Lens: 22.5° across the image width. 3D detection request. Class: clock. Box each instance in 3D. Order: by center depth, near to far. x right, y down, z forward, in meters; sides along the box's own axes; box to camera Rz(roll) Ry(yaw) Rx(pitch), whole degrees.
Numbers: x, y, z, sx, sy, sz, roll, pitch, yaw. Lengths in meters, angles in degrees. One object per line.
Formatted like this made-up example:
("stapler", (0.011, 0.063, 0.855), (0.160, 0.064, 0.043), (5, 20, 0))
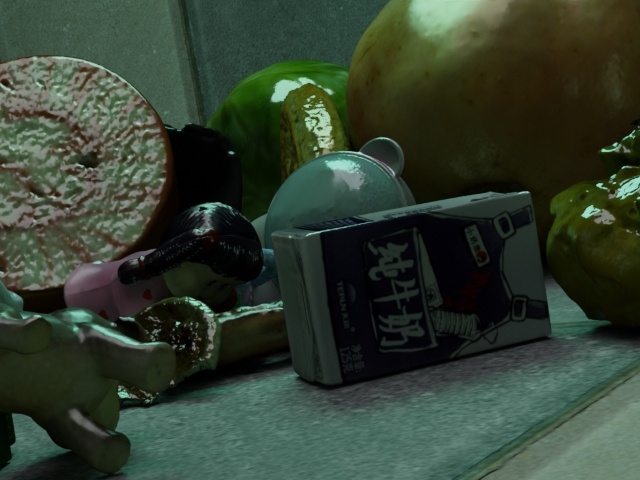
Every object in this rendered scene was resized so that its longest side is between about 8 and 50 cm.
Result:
("clock", (-0.138, 0.038, 1.662), (0.195, 0.100, 0.194), (-25, -18, 24))

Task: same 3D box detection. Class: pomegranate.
("pomegranate", (0.229, -0.165, 1.928), (0.411, 0.411, 0.411), (-10, 6, 1))

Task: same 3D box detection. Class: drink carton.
("drink carton", (0.082, 0.038, 1.425), (0.222, 0.134, 0.102), (-11, 4, -17))

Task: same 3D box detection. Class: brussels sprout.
("brussels sprout", (-0.034, -0.095, 2.217), (0.354, 0.289, 0.281), (-33, 2, 36))

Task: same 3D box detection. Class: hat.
("hat", (-0.250, 0.009, 1.969), (0.336, 0.238, 0.209), (-52, -5, -23))

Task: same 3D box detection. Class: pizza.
("pizza", (0.004, -0.061, 1.919), (0.087, 0.258, 0.268), (-5, 5, -7))

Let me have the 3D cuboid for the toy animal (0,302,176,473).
("toy animal", (-0.208, 0.103, 1.208), (0.168, 0.121, 0.233), (23, 4, 36))

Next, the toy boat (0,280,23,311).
("toy boat", (-0.432, 0.094, 1.663), (0.290, 0.199, 0.100), (-9, 40, 32))

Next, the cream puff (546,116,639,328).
("cream puff", (0.337, -0.027, 1.405), (0.282, 0.185, 0.282), (-9, 10, 2))

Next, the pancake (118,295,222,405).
("pancake", (-0.150, 0.099, 1.458), (0.129, 0.022, 0.116), (-29, 43, 1))

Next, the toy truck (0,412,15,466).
("toy truck", (-0.292, 0.154, 1.268), (0.079, 0.065, 0.147), (-6, 7, 10))

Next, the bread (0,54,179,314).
("bread", (-0.308, -0.054, 1.812), (0.295, 0.328, 0.114), (-3, -31, -1))

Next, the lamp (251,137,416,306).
("lamp", (-0.002, 0.000, 1.743), (0.246, 0.179, 0.108), (-27, -29, 27))

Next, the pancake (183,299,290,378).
("pancake", (-0.065, 0.090, 1.561), (0.257, 0.056, 0.212), (-15, -4, 22))
